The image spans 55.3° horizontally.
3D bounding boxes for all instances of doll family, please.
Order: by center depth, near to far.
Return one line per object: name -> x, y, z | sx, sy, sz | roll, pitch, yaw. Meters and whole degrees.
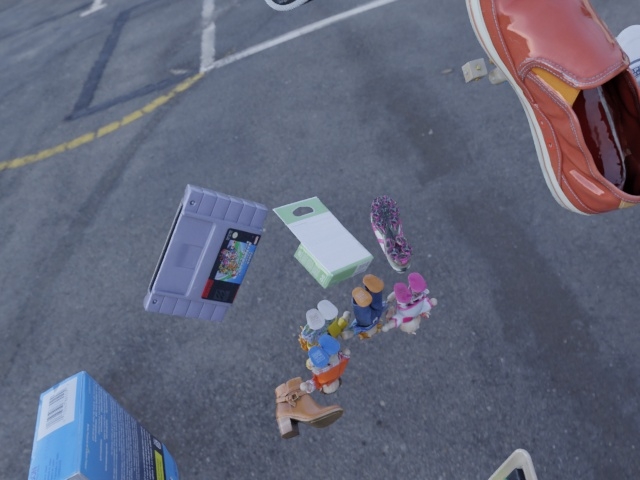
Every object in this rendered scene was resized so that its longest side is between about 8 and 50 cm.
doll family -> 0.055, 0.132, 0.970 | 0.263, 0.163, 0.118 | -33, 59, -16

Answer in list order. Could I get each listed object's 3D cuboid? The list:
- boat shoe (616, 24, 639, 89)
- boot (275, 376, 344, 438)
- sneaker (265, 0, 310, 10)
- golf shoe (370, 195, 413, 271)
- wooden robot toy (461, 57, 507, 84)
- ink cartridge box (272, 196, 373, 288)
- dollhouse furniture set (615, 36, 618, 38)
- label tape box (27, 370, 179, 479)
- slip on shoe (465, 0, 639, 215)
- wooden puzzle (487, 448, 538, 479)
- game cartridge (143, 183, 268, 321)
boat shoe -> 0.401, -0.162, 0.765 | 0.096, 0.267, 0.088 | -18, 61, 26
boot -> -0.039, 0.452, 1.712 | 0.197, 0.073, 0.152 | -20, 49, 8
sneaker -> 0.030, -0.369, 0.787 | 0.216, 0.079, 0.121 | -14, 28, 14
golf shoe -> 0.154, -0.013, 1.368 | 0.067, 0.086, 0.186 | -12, 62, -3
wooden robot toy -> 0.307, -0.297, 1.009 | 0.173, 0.076, 0.079 | -34, 4, -11
ink cartridge box -> 0.000, 0.000, 1.540 | 0.171, 0.056, 0.235 | -20, 58, -46
dollhouse furniture set -> 0.492, -0.235, 0.913 | 0.144, 0.151, 0.123 | -59, 16, 7
label tape box -> -0.403, 0.459, 1.191 | 0.115, 0.348, 0.249 | -28, 36, 0
slip on shoe -> 0.239, -0.172, 0.582 | 0.123, 0.331, 0.101 | -33, 16, -16
wooden puzzle -> 0.461, 0.656, 1.453 | 0.044, 0.221, 0.239 | 10, 39, -16
game cartridge -> -0.296, 0.045, 1.596 | 0.230, 0.355, 0.068 | 15, 20, -27
